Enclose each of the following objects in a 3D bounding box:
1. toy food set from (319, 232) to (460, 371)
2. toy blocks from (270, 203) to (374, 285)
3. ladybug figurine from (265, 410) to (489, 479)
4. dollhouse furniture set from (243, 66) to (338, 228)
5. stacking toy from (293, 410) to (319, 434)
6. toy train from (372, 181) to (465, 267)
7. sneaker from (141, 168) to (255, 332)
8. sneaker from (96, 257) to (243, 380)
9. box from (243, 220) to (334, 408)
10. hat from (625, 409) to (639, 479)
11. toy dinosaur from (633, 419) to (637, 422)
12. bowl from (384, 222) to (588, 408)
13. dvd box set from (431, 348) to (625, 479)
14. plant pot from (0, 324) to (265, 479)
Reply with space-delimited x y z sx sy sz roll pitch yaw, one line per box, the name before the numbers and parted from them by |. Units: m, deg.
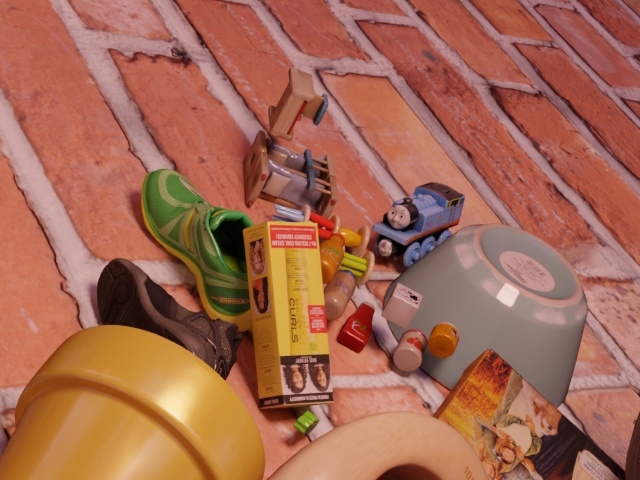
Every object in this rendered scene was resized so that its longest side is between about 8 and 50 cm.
toy food set | 0.085 0.090 2.008 0.232 0.111 0.104 27 31 2
toy blocks | 0.000 0.000 2.130 0.148 0.054 0.123 19 31 -17
ladybug figurine | 0.012 0.353 1.431 0.449 0.162 0.305 -38 107 -44
dollhouse furniture set | -0.022 -0.137 2.188 0.129 0.183 0.129 19 32 -18
stacking toy | 0.003 0.300 1.695 0.167 0.052 0.221 37 29 9
toy train | 0.150 -0.027 2.232 0.080 0.105 0.184 24 24 29
sneaker | -0.141 -0.007 1.954 0.109 0.123 0.295 -3 42 -42
sneaker | -0.185 0.108 1.792 0.227 0.087 0.130 39 14 36
box | -0.040 0.094 1.826 0.087 0.058 0.232 3 78 -38
hat | 0.517 0.298 1.917 0.331 0.331 0.134 20 -8 -16
toy dinosaur | 0.559 0.327 2.038 0.313 0.121 0.160 32 61 32
bowl | 0.266 0.090 2.113 0.311 0.163 0.311 21 30 -13
dvd box set | 0.241 0.333 1.778 0.307 0.062 0.420 43 31 4
plant pot | -0.218 0.250 1.409 0.254 0.254 0.239 32 45 6
